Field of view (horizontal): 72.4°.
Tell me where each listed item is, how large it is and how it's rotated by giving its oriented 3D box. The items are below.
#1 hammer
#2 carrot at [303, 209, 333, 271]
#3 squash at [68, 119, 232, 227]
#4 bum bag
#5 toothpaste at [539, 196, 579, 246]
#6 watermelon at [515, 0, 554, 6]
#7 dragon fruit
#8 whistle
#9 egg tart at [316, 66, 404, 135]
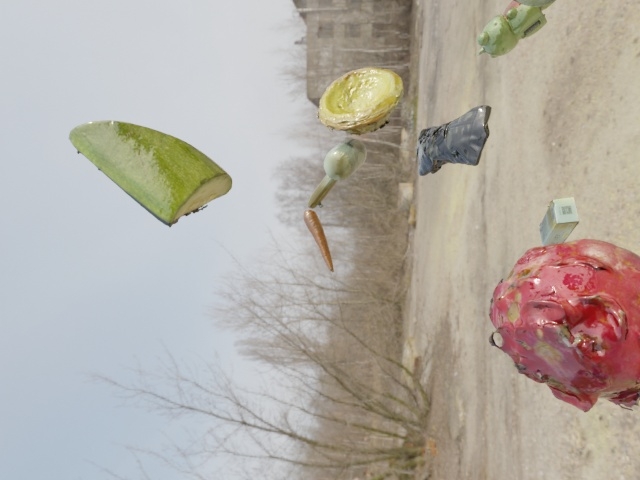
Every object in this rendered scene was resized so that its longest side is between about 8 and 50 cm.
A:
[{"bbox_3d":[0.036,-0.216,1.547,0.305,0.113,0.202,-52,-5,36],"label":"hammer"},{"bbox_3d":[0.000,0.000,1.368,0.048,0.048,0.216,60,-174,-76],"label":"carrot"},{"bbox_3d":[-0.301,-0.159,0.797,0.093,0.252,0.169,-56,-8,36],"label":"squash"},{"bbox_3d":[0.339,-0.256,1.175,0.340,0.095,0.144,-169,90,-73],"label":"bum bag"},{"bbox_3d":[0.789,-0.050,1.465,0.313,0.071,0.089,40,-136,-66],"label":"toothpaste"},{"bbox_3d":[0.316,-0.535,0.667,0.320,0.213,0.289,9,-118,-43],"label":"watermelon"},{"bbox_3d":[0.562,0.200,0.946,0.386,0.371,0.249,54,-141,6],"label":"dragon fruit"},{"bbox_3d":[0.574,-0.637,1.252,0.131,0.288,0.106,7,-127,-48],"label":"whistle"},{"bbox_3d":[0.143,-0.461,1.488,0.120,0.315,0.315,59,-148,-49],"label":"egg tart"}]
